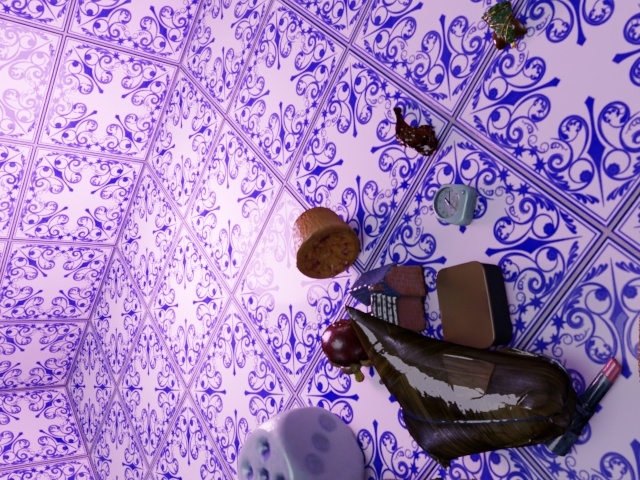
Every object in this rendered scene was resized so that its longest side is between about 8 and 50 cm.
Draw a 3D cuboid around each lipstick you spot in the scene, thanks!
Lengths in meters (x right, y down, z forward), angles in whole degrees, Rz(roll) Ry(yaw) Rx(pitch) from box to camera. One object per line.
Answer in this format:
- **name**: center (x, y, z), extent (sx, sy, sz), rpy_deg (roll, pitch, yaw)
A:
- **lipstick**: center (0.540, 0.335, 1.266), extent (0.053, 0.053, 0.234), rpy_deg (42, 114, 43)

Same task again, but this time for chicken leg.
- **chicken leg**: center (0.244, -0.291, 1.666), extent (0.093, 0.053, 0.205), rpy_deg (-51, 55, 3)

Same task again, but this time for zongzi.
- **zongzi**: center (0.285, 0.260, 1.323), extent (0.403, 0.208, 0.432), rpy_deg (-32, 95, 46)

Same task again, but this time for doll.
- **doll**: center (0.427, -0.507, 1.452), extent (0.078, 0.077, 0.113), rpy_deg (-29, 66, 34)

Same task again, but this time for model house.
- **model house**: center (0.169, 0.160, 1.614), extent (0.166, 0.172, 0.183), rpy_deg (-23, 70, 44)

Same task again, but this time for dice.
- **dice**: center (-0.056, 0.650, 1.755), extent (0.264, 0.268, 0.262), rpy_deg (-58, 47, 30)

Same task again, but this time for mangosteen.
- **mangosteen**: center (0.077, 0.310, 1.725), extent (0.156, 0.146, 0.181), rpy_deg (-4, 83, 46)

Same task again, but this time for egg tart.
- **egg tart**: center (0.000, 0.000, 1.817), extent (0.202, 0.202, 0.147), rpy_deg (-61, 38, 26)

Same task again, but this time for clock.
- **clock**: center (0.326, -0.095, 1.556), extent (0.135, 0.041, 0.101), rpy_deg (18, 101, 50)

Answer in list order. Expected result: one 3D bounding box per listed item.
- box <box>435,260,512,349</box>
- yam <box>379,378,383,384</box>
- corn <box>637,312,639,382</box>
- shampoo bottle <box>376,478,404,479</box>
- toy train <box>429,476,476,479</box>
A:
- **box**: center (0.362, 0.155, 1.453), extent (0.144, 0.090, 0.201), rpy_deg (-21, 71, 46)
- **yam**: center (0.195, 0.354, 1.679), extent (0.116, 0.021, 0.021), rpy_deg (-53, 50, 30)
- **corn**: center (0.637, 0.243, 1.109), extent (0.119, 0.119, 0.322), rpy_deg (-9, 81, 48)
- **shampoo bottle**: center (0.151, 0.733, 1.508), extent (0.273, 0.266, 0.273), rpy_deg (-5, 83, 48)
- **toy train**: center (0.325, 0.632, 1.395), extent (0.203, 0.163, 0.112), rpy_deg (34, 113, 46)
